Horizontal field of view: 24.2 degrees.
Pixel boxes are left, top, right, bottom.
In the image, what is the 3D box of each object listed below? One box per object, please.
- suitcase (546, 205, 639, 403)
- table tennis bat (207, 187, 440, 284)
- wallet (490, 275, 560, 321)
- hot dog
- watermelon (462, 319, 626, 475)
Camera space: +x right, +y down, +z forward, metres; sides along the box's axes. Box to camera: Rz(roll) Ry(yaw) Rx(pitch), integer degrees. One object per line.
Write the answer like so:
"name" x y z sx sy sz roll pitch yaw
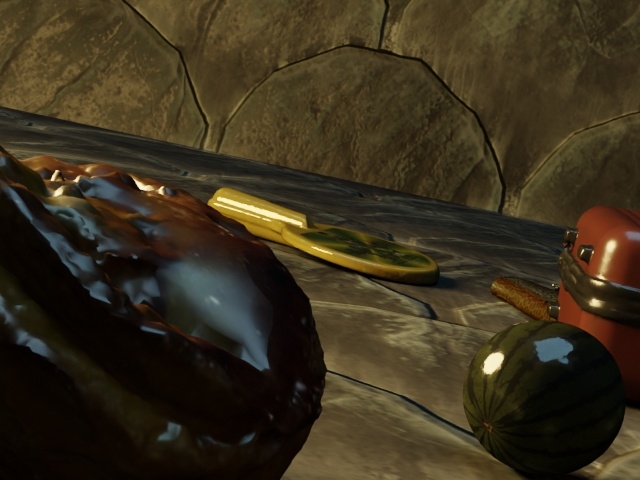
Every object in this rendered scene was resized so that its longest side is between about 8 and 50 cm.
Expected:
"suitcase" 0.347 0.066 1.431 0.236 0.161 0.297 12 6 4
"table tennis bat" 0.000 0.000 1.894 0.321 0.050 0.198 20 11 21
"wallet" 0.301 0.081 1.756 0.133 0.039 0.243 10 7 -13
"hot dog" -0.170 0.024 0.790 0.387 0.174 0.267 17 2 40
"watermelon" 0.158 0.102 1.005 0.105 0.105 0.133 18 27 40
